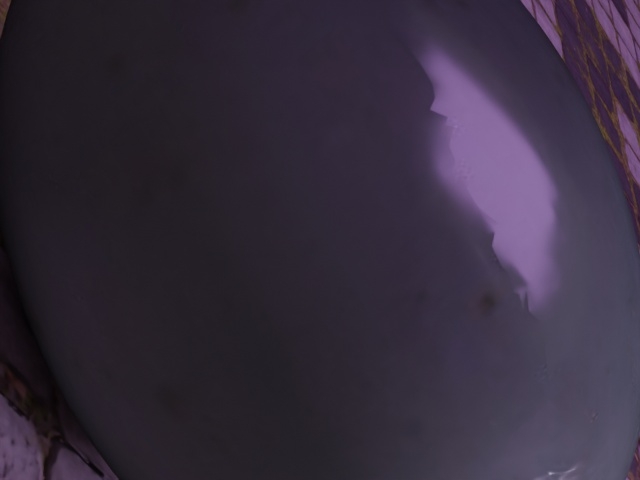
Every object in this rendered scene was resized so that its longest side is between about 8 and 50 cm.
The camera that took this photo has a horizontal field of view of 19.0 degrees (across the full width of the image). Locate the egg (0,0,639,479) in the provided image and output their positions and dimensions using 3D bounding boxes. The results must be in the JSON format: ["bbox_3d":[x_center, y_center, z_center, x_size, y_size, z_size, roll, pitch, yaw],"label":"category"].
[{"bbox_3d":[0.000,0.000,0.883,0.388,0.276,0.276,65,19,-7],"label":"egg"}]
